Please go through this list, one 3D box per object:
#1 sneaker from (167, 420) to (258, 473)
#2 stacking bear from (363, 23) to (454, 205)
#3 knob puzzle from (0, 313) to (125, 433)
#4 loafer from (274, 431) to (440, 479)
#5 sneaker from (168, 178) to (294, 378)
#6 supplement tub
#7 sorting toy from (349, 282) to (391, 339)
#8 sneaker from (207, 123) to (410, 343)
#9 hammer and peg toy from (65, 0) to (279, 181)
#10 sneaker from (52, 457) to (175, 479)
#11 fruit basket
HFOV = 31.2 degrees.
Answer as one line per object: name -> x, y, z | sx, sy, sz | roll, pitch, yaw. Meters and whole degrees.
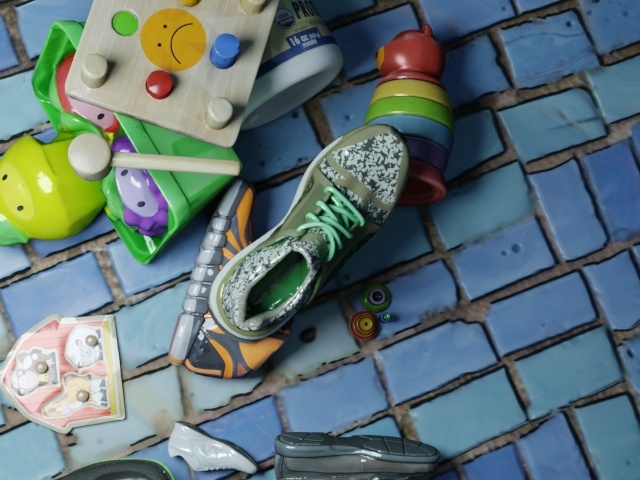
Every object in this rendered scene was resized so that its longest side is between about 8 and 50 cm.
sneaker -> -0.173, 0.344, 1.835 | 0.152, 0.054, 0.061 | 24, 88, 3
stacking bear -> 0.145, -0.217, 1.917 | 0.164, 0.175, 0.289 | 8, 73, -4
knob puzzle -> -0.418, 0.212, 1.830 | 0.213, 0.030, 0.213 | 1, 81, -7
loafer -> 0.057, 0.362, 1.851 | 0.267, 0.096, 0.084 | 5, 100, 0
sneaker -> -0.120, 0.071, 1.859 | 0.180, 0.124, 0.321 | 17, 90, -9
supplement tub -> -0.130, -0.362, 1.860 | 0.228, 0.228, 0.316 | -30, 86, -11
sorting toy -> 0.089, 0.118, 1.907 | 0.061, 0.042, 0.102 | 23, 78, -3
sneaker -> 0.000, 0.000, 1.714 | 0.158, 0.182, 0.410 | 40, 89, -11
hammer and peg toy -> -0.219, -0.232, 1.641 | 0.266, 0.127, 0.361 | 17, 78, -9
sneaker -> -0.443, 0.451, 1.700 | 0.482, 0.202, 0.185 | -16, 84, -10
fruit basket -> -0.365, -0.128, 1.790 | 0.392, 0.283, 0.392 | 8, 69, -21
